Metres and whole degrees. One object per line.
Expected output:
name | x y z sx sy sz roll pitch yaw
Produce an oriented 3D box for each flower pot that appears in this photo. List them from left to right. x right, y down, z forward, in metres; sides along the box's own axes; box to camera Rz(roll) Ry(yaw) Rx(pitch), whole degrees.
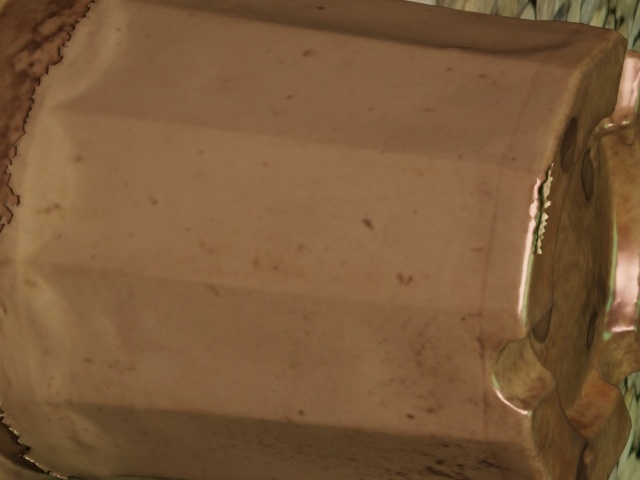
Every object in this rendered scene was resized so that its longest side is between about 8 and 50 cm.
flower pot | 0.000 0.000 0.701 0.290 0.259 0.290 5 90 -65
